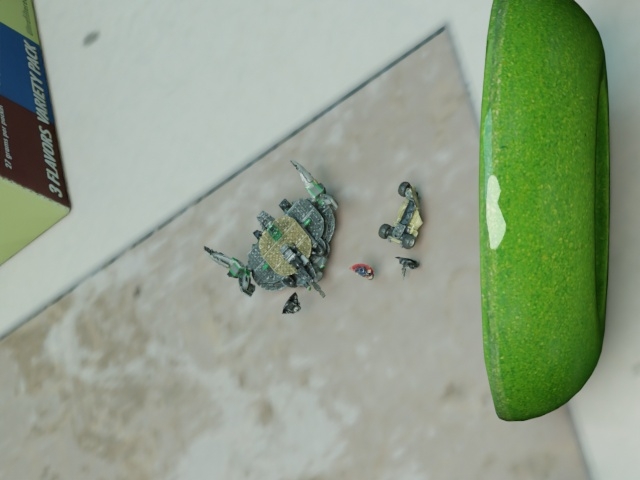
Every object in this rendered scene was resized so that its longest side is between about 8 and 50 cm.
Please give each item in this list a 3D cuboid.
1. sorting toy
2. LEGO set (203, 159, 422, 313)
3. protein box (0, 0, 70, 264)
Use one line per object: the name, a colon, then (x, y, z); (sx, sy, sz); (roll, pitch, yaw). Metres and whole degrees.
sorting toy: (0.111, -0.035, 0.553); (0.126, 0.127, 0.365); (0, 72, 11)
LEGO set: (0.001, 0.002, 0.673); (0.083, 0.023, 0.054); (13, 82, 31)
protein box: (-0.249, -0.046, 0.788); (0.200, 0.201, 0.136); (-35, 51, 26)
